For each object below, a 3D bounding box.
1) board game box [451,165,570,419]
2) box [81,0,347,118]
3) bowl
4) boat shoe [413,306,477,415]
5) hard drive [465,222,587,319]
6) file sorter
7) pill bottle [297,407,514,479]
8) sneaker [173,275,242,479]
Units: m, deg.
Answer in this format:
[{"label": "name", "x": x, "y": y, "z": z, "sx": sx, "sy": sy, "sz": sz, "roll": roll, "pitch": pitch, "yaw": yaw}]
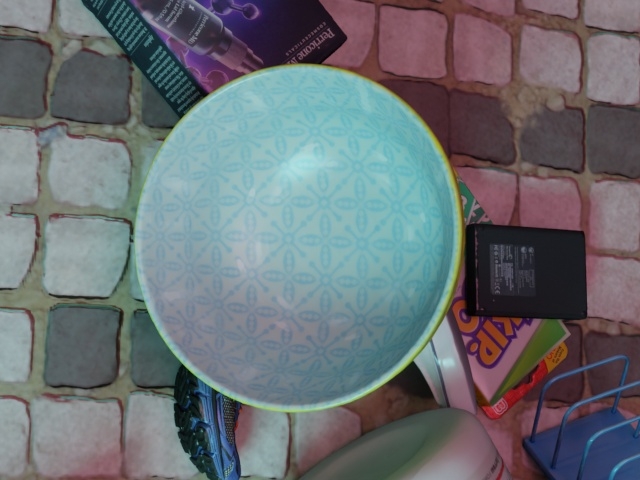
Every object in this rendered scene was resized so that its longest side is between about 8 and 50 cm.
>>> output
[{"label": "board game box", "x": 0.153, "y": 0.052, "z": 1.241, "sx": 0.124, "sy": 0.039, "sz": 0.259, "roll": -39, "pitch": 100, "yaw": -19}, {"label": "box", "x": -0.104, "y": -0.214, "z": 1.136, "sx": 0.153, "sy": 0.108, "sz": 0.207, "roll": -44, "pitch": 99, "yaw": -19}, {"label": "bowl", "x": 0.000, "y": 0.000, "z": 1.053, "sx": 0.289, "sy": 0.156, "sz": 0.289, "roll": -1, "pitch": 87, "yaw": 19}, {"label": "boat shoe", "x": 0.078, "y": 0.059, "z": 1.165, "sx": 0.084, "sy": 0.095, "sz": 0.258, "roll": -22, "pitch": 88, "yaw": 11}, {"label": "hard drive", "x": 0.214, "y": 0.033, "z": 1.235, "sx": 0.135, "sy": 0.022, "sz": 0.094, "roll": 4, "pitch": 81, "yaw": -22}, {"label": "file sorter", "x": 0.304, "y": 0.212, "z": 1.191, "sx": 0.118, "sy": 0.170, "sz": 0.104, "roll": -15, "pitch": 132, "yaw": -21}, {"label": "pill bottle", "x": 0.136, "y": 0.379, "z": 1.093, "sx": 0.229, "sy": 0.229, "sz": 0.407, "roll": -30, "pitch": 95, "yaw": -20}, {"label": "sneaker", "x": -0.088, "y": 0.121, "z": 1.120, "sx": 0.087, "sy": 0.083, "sz": 0.221, "roll": -2, "pitch": 86, "yaw": -23}]
